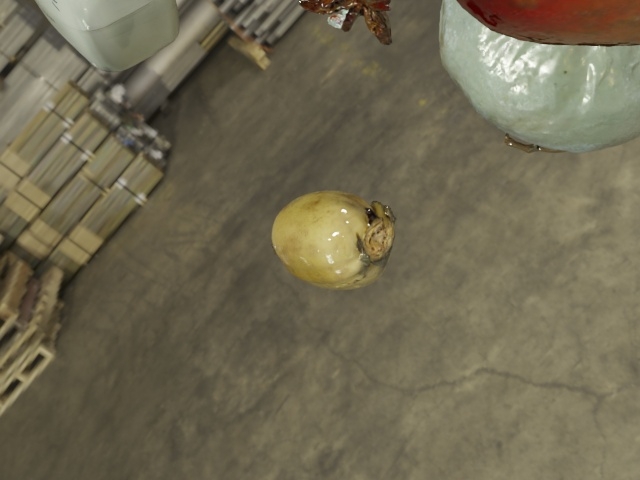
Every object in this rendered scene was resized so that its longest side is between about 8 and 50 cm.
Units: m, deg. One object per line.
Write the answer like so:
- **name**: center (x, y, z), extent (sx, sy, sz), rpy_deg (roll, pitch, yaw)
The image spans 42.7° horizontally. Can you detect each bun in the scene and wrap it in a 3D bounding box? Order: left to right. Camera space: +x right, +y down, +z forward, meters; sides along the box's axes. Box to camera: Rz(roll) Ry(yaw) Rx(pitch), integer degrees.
- **bun**: center (0.331, -0.290, 1.128), extent (0.211, 0.362, 0.361), rpy_deg (93, -170, -47)

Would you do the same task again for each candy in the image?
- **candy**: center (0.080, -0.494, 1.649), extent (0.045, 0.043, 0.175), rpy_deg (29, 70, 31)

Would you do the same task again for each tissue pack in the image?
- **tissue pack**: center (-0.435, -0.506, 1.586), extent (0.229, 0.236, 0.333), rpy_deg (-34, 52, -17)

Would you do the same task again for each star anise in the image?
- **star anise**: center (0.060, -0.344, 1.201), extent (0.140, 0.158, 0.144), rpy_deg (-52, 16, 36)

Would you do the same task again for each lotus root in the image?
- **lotus root**: center (0.000, 0.000, 1.475), extent (0.310, 0.183, 0.182), rpy_deg (2, 55, 53)

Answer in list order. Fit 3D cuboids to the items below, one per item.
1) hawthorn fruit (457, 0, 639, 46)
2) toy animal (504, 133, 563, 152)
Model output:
- **hawthorn fruit**: center (0.192, -0.270, 0.587), extent (0.369, 0.284, 0.284), rpy_deg (-13, 28, -2)
- **toy animal**: center (0.385, -0.212, 1.310), extent (0.186, 0.093, 0.214), rpy_deg (-2, 45, 13)
